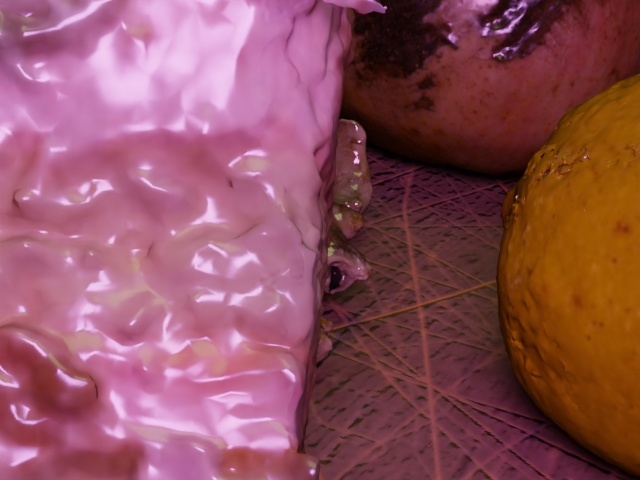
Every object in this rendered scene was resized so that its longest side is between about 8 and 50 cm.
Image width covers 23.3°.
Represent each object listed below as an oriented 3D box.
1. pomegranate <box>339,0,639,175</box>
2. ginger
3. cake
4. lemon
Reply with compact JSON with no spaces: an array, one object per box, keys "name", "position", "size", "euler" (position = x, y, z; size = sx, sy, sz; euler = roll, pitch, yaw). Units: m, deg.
[{"name":"pomegranate","position":[0.118,-0.202,1.308],"size":[0.322,0.322,0.322],"euler":[7,27,-4]},{"name":"ginger","position":[0.000,0.000,1.096],"size":[0.089,0.075,0.288],"euler":[-7,27,19]},{"name":"cake","position":[-0.141,0.012,0.732],"size":[0.314,0.307,0.293],"euler":[4,-1,-1]},{"name":"lemon","position":[0.246,0.027,0.917],"size":[0.310,0.258,0.258],"euler":[17,26,39]}]
